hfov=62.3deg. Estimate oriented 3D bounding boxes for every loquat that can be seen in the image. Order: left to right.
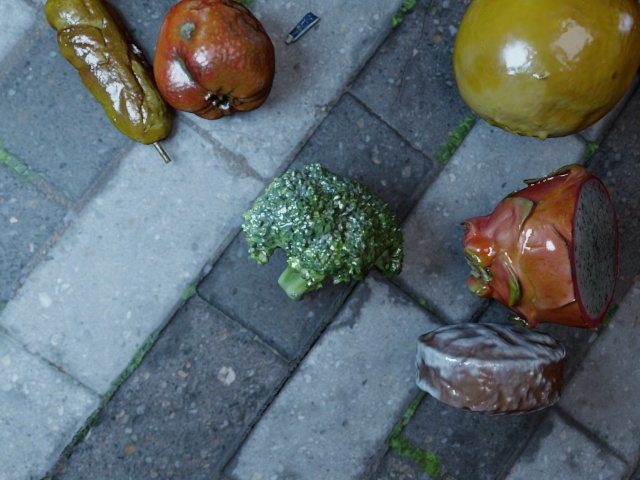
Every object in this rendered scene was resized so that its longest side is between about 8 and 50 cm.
[{"bbox_3d":[0.402,-0.343,0.954,0.328,0.328,0.329,0,90,-10],"label":"loquat"}]

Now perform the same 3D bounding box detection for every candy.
[{"bbox_3d":[0.315,0.237,0.988,0.289,0.214,0.157,1,95,-19],"label":"candy"}]

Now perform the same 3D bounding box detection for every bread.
[{"bbox_3d":[-0.358,-0.290,0.935,0.124,0.084,0.344,-32,96,-8],"label":"bread"}]

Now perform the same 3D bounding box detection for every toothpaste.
[{"bbox_3d":[-0.037,-0.410,1.024,0.027,0.019,0.083,40,79,9],"label":"toothpaste"}]

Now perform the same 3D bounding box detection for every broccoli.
[{"bbox_3d":[0.009,-0.018,0.926,0.287,0.260,0.236,27,71,-11],"label":"broccoli"}]

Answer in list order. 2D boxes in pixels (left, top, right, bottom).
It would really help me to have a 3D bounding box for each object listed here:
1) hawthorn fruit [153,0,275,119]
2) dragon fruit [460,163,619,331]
[{"bbox_3d":[-0.184,-0.344,0.914,0.207,0.207,0.244,-5,81,-10],"label":"hawthorn fruit"},{"bbox_3d":[0.407,0.018,1.000,0.305,0.225,0.306,4,84,-46],"label":"dragon fruit"}]
